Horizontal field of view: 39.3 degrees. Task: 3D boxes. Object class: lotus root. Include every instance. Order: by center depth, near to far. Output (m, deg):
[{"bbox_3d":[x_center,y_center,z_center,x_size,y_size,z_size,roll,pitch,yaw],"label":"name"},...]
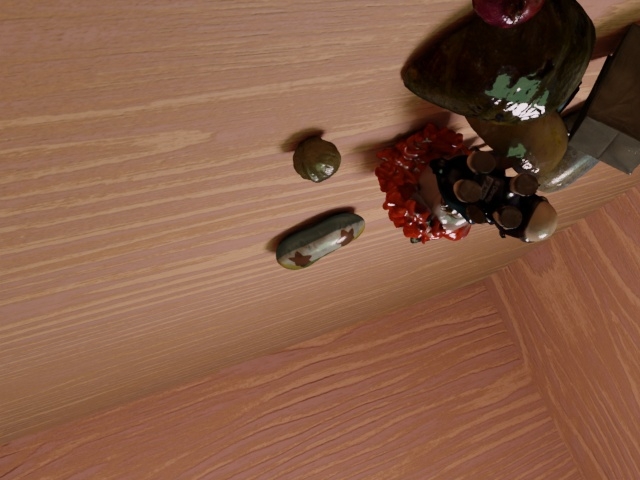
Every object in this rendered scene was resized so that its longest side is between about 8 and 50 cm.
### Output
[{"bbox_3d":[0.634,-0.247,2.204,0.322,0.140,0.158,-39,-173,19],"label":"lotus root"}]

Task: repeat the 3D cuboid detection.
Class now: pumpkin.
[{"bbox_3d":[0.292,-0.270,1.424,0.312,0.169,0.148,-29,169,16],"label":"pumpkin"}]

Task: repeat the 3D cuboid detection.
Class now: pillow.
[{"bbox_3d":[0.000,0.000,2.170,0.233,0.086,0.214,-28,177,2],"label":"pillow"}]

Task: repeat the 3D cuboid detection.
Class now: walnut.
[{"bbox_3d":[-0.007,-0.143,1.590,0.092,0.092,0.092,-23,167,-6],"label":"walnut"}]

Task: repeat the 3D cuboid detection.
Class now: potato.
[{"bbox_3d":[0.406,-0.206,1.746,0.261,0.100,0.120,28,131,-24],"label":"potato"}]

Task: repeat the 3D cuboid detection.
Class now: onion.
[{"bbox_3d":[0.266,-0.346,1.260,0.107,0.097,0.107,-9,149,-5],"label":"onion"}]

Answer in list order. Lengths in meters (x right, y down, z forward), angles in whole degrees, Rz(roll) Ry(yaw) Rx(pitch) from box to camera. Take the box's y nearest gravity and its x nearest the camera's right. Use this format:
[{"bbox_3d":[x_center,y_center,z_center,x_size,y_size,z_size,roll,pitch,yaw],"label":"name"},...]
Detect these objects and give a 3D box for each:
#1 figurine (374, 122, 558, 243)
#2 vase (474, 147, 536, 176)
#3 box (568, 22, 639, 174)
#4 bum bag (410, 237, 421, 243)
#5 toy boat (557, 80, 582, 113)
[{"bbox_3d":[0.284,-0.097,1.789,0.306,0.241,0.412,10,-177,-38],"label":"figurine"},{"bbox_3d":[0.452,-0.203,2.130,0.183,0.120,0.120,-8,166,-1],"label":"vase"},{"bbox_3d":[0.619,-0.282,1.793,0.231,0.155,0.149,-60,172,-13],"label":"box"},{"bbox_3d":[0.346,-0.049,2.593,0.248,0.069,0.102,-13,163,-35],"label":"bum bag"},{"bbox_3d":[0.425,-0.280,1.812,0.097,0.100,0.223,20,134,-33],"label":"toy boat"}]
